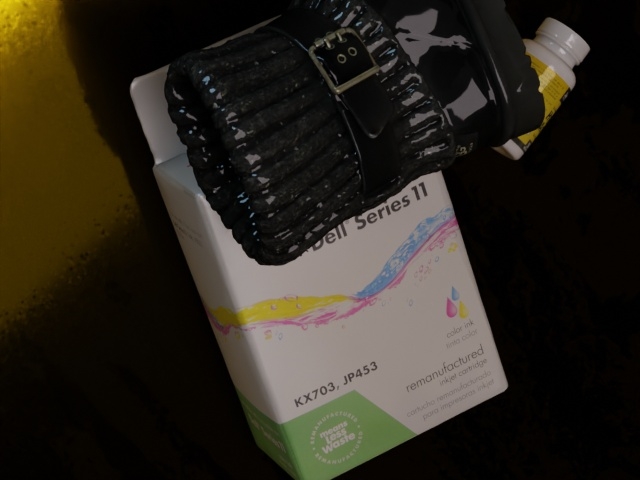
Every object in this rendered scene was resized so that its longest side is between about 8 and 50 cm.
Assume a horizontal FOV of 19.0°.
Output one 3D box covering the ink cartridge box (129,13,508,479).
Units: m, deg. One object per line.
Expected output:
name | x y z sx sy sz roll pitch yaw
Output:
ink cartridge box | 0.000 0.000 1.580 0.207 0.119 0.353 -26 113 -14

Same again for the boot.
boot | -0.012 -0.178 1.453 0.260 0.131 0.348 -24 79 -14

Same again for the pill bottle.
pill bottle | 0.179 -0.133 1.651 0.065 0.065 0.116 38 88 -28
